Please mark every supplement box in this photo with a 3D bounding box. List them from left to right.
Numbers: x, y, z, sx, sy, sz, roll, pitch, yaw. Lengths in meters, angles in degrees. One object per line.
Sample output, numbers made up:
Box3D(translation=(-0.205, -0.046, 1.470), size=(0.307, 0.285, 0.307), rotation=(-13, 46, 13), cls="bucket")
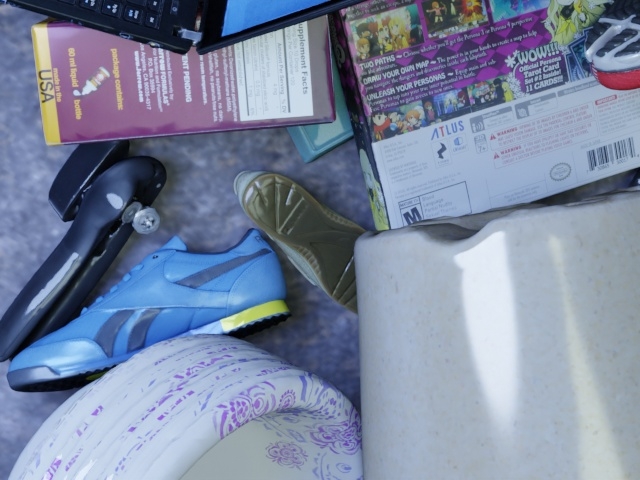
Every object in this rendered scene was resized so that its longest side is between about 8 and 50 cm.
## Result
Box3D(translation=(-0.090, -0.117, 0.846), size=(0.188, 0.104, 0.080), rotation=(-6, 104, -4), cls="supplement box")

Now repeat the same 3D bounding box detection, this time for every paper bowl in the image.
Box3D(translation=(-0.105, 0.200, 0.860), size=(0.284, 0.148, 0.284), rotation=(-30, 131, -43), cls="paper bowl")

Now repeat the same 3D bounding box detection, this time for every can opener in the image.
Box3D(translation=(-0.173, 0.013, 0.899), size=(0.059, 0.073, 0.186), rotation=(21, 102, -55), cls="can opener")

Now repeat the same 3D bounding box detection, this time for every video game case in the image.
Box3D(translation=(0.129, -0.127, 0.928), size=(0.232, 0.042, 0.210), rotation=(-19, 106, -13), cls="video game case")

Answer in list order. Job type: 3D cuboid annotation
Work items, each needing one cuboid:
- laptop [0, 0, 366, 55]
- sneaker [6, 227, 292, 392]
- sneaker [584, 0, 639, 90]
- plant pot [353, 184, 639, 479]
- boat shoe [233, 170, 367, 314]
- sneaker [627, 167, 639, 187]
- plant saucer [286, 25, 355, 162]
Box3D(translation=(-0.081, -0.247, 0.760), size=(0.264, 0.136, 0.234), rotation=(15, 61, -15), cls="laptop")
Box3D(translation=(-0.127, 0.049, 0.907), size=(0.209, 0.069, 0.082), rotation=(-18, 82, -12), cls="sneaker")
Box3D(translation=(0.319, -0.146, 0.927), size=(0.279, 0.107, 0.118), rotation=(-20, 117, -22), cls="sneaker")
Box3D(translation=(0.153, 0.127, 0.816), size=(0.334, 0.334, 0.305), rotation=(-10, 92, -11), cls="plant pot")
Box3D(translation=(-0.002, 0.001, 0.939), size=(0.153, 0.048, 0.056), rotation=(37, 89, -23), cls="boat shoe")
Box3D(translation=(0.269, 0.004, 0.985), size=(0.237, 0.085, 0.086), rotation=(-50, 134, -2), cls="sneaker")
Box3D(translation=(-0.024, -0.152, 0.910), size=(0.067, 0.018, 0.192), rotation=(-30, 106, -5), cls="plant saucer")
